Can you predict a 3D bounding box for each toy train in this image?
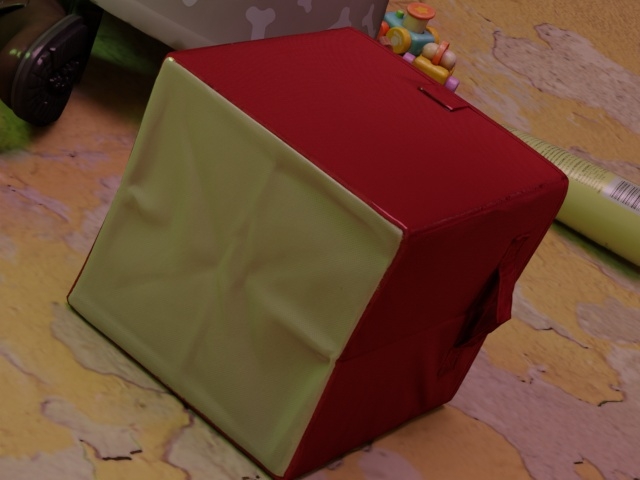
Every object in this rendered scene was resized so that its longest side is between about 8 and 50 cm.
[{"bbox_3d":[0.071,-0.187,1.615,0.125,0.046,0.166,17,28,-18],"label":"toy train"}]

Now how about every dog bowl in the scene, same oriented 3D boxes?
[{"bbox_3d":[-0.098,-0.233,1.402,0.348,0.102,0.349,29,13,-7],"label":"dog bowl"}]

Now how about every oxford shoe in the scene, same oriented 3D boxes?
[{"bbox_3d":[-0.214,-0.139,1.240,0.096,0.083,0.227,20,15,-8],"label":"oxford shoe"}]

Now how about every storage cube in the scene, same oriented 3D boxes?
[{"bbox_3d":[0.000,0.000,1.053,0.215,0.184,0.193,38,29,22],"label":"storage cube"}]

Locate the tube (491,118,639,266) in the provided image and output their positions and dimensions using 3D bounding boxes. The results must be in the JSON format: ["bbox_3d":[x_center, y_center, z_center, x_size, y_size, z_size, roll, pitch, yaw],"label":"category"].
[{"bbox_3d":[0.188,-0.055,1.478,0.240,0.062,0.070,30,-18,18],"label":"tube"}]
